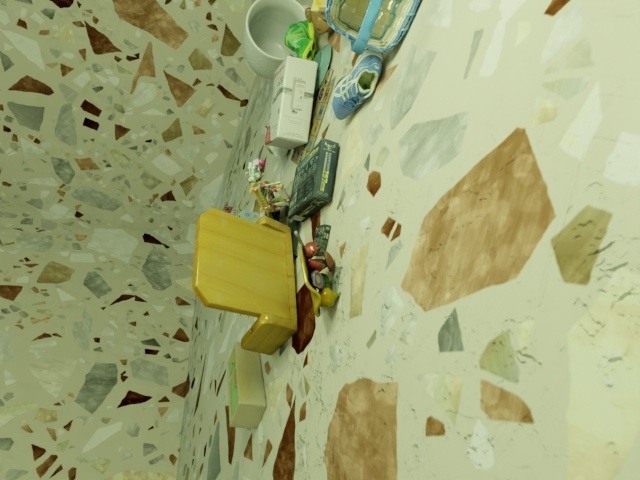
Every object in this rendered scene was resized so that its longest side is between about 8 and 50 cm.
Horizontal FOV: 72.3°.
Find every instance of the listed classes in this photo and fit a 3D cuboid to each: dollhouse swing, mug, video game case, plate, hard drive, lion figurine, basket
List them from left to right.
[{"bbox_3d":[-0.246,0.123,1.295,0.315,0.305,0.347,130,142,-48],"label":"dollhouse swing"},{"bbox_3d":[-0.180,-0.091,1.570,0.190,0.022,0.173,75,-166,-57],"label":"video game case"},{"bbox_3d":[-0.174,-0.900,1.952,0.374,0.276,0.328,-48,9,-11],"label":"mug"},{"bbox_3d":[-0.094,0.003,1.420,0.094,0.022,0.135,138,141,-56],"label":"hard drive"},{"bbox_3d":[-0.011,-0.622,1.591,0.188,0.024,0.188,-167,90,-69],"label":"plate"},{"bbox_3d":[0.045,-0.848,1.515,0.392,0.142,0.240,109,157,-55],"label":"lion figurine"},{"bbox_3d":[0.121,-0.546,0.968,0.289,0.201,0.254,-96,28,-64],"label":"basket"}]

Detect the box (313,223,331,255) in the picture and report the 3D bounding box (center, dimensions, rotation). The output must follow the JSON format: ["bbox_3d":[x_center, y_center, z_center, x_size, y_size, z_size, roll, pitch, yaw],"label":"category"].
[{"bbox_3d":[0.000,0.000,1.181,0.067,0.018,0.083,170,113,-68],"label":"box"}]

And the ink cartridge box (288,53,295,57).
[{"bbox_3d":[-0.076,-0.672,1.704,0.029,0.115,0.063,-48,32,28],"label":"ink cartridge box"}]

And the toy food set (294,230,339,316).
[{"bbox_3d":[-0.001,0.071,1.039,0.128,0.071,0.218,69,-174,-55],"label":"toy food set"}]

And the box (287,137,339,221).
[{"bbox_3d":[-0.025,-0.172,1.305,0.233,0.059,0.183,150,131,-64],"label":"box"}]

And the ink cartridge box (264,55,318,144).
[{"bbox_3d":[-0.109,-0.488,1.584,0.207,0.117,0.283,-168,85,-70],"label":"ink cartridge box"}]

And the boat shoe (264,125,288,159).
[{"bbox_3d":[-0.198,-0.414,1.862,0.096,0.098,0.277,-67,23,20],"label":"boat shoe"}]

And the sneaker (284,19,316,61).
[{"bbox_3d":[-0.078,-0.758,1.708,0.109,0.123,0.295,85,-179,-48],"label":"sneaker"}]

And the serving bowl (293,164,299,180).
[{"bbox_3d":[-0.074,-0.229,1.514,0.083,0.027,0.083,-165,90,-70],"label":"serving bowl"}]

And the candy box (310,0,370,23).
[{"bbox_3d":[0.106,-0.784,1.231,0.183,0.087,0.316,25,101,38],"label":"candy box"}]

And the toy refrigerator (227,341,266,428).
[{"bbox_3d":[-0.246,0.457,1.408,0.269,0.094,0.102,-113,41,-59],"label":"toy refrigerator"}]

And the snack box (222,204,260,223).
[{"bbox_3d":[-0.302,-0.040,1.725,0.174,0.207,0.070,128,149,-46],"label":"snack box"}]

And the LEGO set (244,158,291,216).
[{"bbox_3d":[-0.138,-0.152,1.453,0.287,0.107,0.132,44,-141,-62],"label":"LEGO set"}]

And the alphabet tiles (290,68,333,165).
[{"bbox_3d":[-0.037,-0.443,1.587,0.285,0.011,0.342,-131,58,-66],"label":"alphabet tiles"}]

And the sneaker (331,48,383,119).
[{"bbox_3d":[0.088,-0.388,1.126,0.211,0.080,0.081,127,153,-48],"label":"sneaker"}]

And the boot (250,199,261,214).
[{"bbox_3d":[-0.337,-0.097,1.912,0.077,0.165,0.213,154,126,-63],"label":"boot"}]
